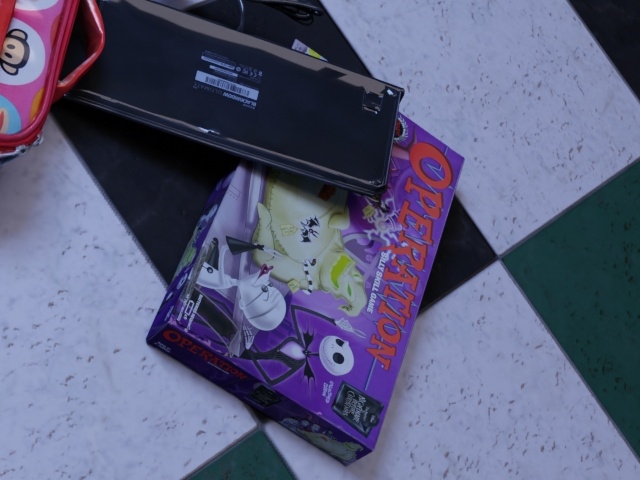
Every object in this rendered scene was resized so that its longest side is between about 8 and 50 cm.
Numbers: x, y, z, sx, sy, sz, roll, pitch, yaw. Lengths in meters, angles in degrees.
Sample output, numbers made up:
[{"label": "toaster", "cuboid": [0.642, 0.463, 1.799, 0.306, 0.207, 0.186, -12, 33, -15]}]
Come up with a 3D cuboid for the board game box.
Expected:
[{"label": "board game box", "cuboid": [0.000, 0.000, 1.233, 0.208, 0.056, 0.346, 36, 49, -19]}]

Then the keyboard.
[{"label": "keyboard", "cuboid": [-0.078, -0.160, 1.234, 0.317, 0.033, 0.201, 18, 59, -12]}]

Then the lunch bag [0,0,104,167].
[{"label": "lunch bag", "cuboid": [-0.289, -0.190, 1.084, 0.258, 0.120, 0.293, 22, 58, -25]}]
